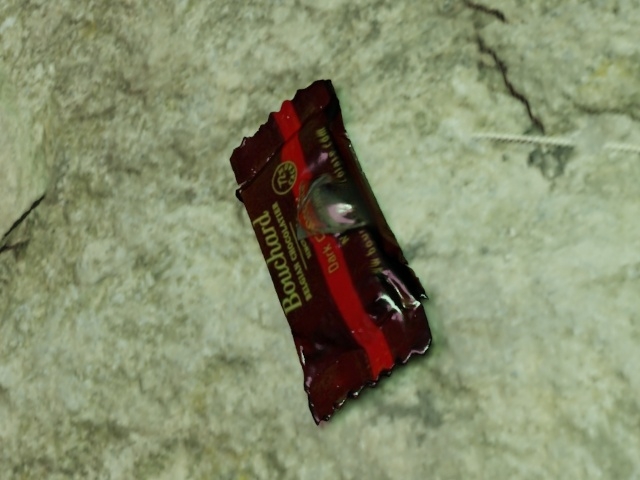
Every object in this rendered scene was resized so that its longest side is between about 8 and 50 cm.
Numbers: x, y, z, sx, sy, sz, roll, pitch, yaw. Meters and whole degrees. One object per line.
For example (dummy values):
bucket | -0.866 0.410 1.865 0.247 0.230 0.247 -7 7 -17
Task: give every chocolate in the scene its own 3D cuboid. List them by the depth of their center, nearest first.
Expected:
chocolate | 0.000 0.000 0.844 0.086 0.028 0.182 -37 56 26
